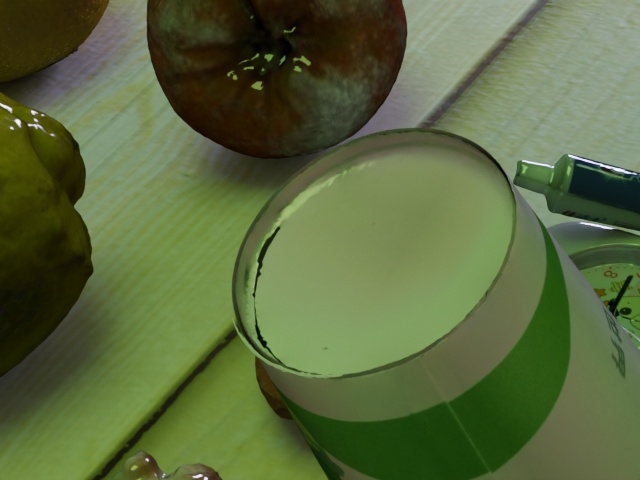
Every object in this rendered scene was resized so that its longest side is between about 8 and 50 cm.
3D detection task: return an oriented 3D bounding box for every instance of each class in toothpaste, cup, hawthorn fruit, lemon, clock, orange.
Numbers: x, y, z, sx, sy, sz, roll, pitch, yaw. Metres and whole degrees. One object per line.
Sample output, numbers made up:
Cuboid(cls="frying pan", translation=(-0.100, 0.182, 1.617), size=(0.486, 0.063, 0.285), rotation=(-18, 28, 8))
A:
Cuboid(cls="toothpaste", translation=(0.278, -0.019, 1.461), size=(0.268, 0.047, 0.069), rotation=(15, 1, -2))
Cuboid(cls="cup", translation=(0.084, 0.081, 1.239), size=(0.253, 0.274, 0.253), rotation=(-14, 49, 17))
Cuboid(cls="hawthorn fruit", translation=(-0.050, -0.200, 1.716), size=(0.231, 0.235, 0.263), rotation=(-31, 38, -15))
Cuboid(cls="lemon", translation=(-0.344, 0.009, 1.543), size=(0.316, 0.285, 0.285), rotation=(-13, 37, 16))
Cuboid(cls="clock", translation=(0.219, 0.063, 1.429), size=(0.191, 0.062, 0.151), rotation=(16, 47, 34))
Cuboid(cls="orange", translation=(-0.316, -0.271, 1.919), size=(0.236, 0.236, 0.236), rotation=(-10, 38, 8))

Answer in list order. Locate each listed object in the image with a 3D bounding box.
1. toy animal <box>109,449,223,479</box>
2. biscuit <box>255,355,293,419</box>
Cuboid(cls="toy animal", translation=(-0.113, 0.238, 1.304), size=(0.185, 0.104, 0.184), rotation=(-32, 38, -27))
Cuboid(cls="biscuit", translation=(0.040, 0.067, 1.472), size=(0.192, 0.036, 0.186), rotation=(-24, 20, 6))
